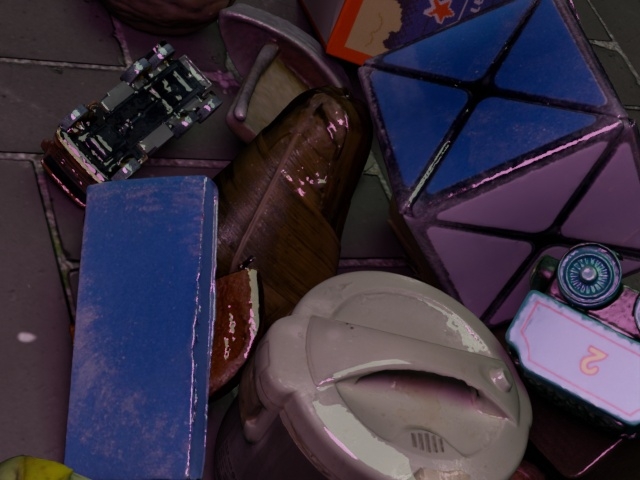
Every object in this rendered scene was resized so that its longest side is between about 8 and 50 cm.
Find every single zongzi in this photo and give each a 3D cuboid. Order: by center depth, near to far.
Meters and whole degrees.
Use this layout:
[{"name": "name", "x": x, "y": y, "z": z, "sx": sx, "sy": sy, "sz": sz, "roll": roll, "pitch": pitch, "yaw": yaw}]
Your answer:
[{"name": "zongzi", "x": 0.000, "y": 0.000, "z": 1.379, "sx": 0.288, "sy": 0.286, "sz": 0.134, "roll": 52, "pitch": 23, "yaw": 14}]

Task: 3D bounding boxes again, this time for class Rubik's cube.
[{"name": "Rubik's cube", "x": 0.217, "y": -0.087, "z": 1.331, "sx": 0.255, "sy": 0.260, "sz": 0.259, "roll": 56, "pitch": 18, "yaw": -48}]

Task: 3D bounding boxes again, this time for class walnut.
[{"name": "walnut", "x": -0.212, "y": -0.387, "z": 1.649, "sx": 0.224, "sy": 0.224, "sz": 0.224, "roll": 16, "pitch": 45, "yaw": -17}]

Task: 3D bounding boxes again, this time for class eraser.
[{"name": "eraser", "x": -0.181, "y": 0.088, "z": 1.208, "sx": 0.144, "sy": 0.042, "sz": 0.311, "roll": -4, "pitch": 73, "yaw": 17}]

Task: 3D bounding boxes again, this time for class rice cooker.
[{"name": "rice cooker", "x": 0.047, "y": 0.192, "z": 1.214, "sx": 0.288, "sy": 0.277, "sz": 0.288, "roll": 15, "pitch": 45, "yaw": -16}]

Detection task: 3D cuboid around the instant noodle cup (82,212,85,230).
[{"name": "instant noodle cup", "x": -0.208, "y": 0.015, "z": 1.351, "sx": 0.127, "sy": 0.127, "sz": 0.135, "roll": -7, "pitch": 48, "yaw": -35}]

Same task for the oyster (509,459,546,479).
[{"name": "oyster", "x": 0.227, "y": 0.316, "z": 1.353, "sx": 0.191, "sy": 0.081, "sz": 0.163, "roll": -30, "pitch": 75, "yaw": -40}]

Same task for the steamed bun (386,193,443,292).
[{"name": "steamed bun", "x": 0.233, "y": -0.017, "z": 1.589, "sx": 0.273, "sy": 0.166, "sz": 0.232, "roll": -25, "pitch": 49, "yaw": -24}]

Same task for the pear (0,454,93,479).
[{"name": "pear", "x": -0.186, "y": 0.336, "z": 0.985, "sx": 0.282, "sy": 0.176, "sz": 0.286, "roll": 31, "pitch": 48, "yaw": -28}]

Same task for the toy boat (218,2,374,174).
[{"name": "toy boat", "x": -0.036, "y": -0.171, "z": 1.596, "sx": 0.276, "sy": 0.111, "sz": 0.293, "roll": 34, "pitch": 35, "yaw": -33}]

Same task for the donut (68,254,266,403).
[{"name": "donut", "x": -0.149, "y": 0.116, "z": 1.260, "sx": 0.217, "sy": 0.085, "sz": 0.141, "roll": -14, "pitch": 71, "yaw": 11}]

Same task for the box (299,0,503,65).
[{"name": "box", "x": 0.153, "y": -0.418, "z": 1.729, "sx": 0.257, "sy": 0.318, "sz": 0.348, "roll": 18, "pitch": 20, "yaw": -17}]

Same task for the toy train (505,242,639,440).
[{"name": "toy train", "x": 0.292, "y": 0.103, "z": 1.211, "sx": 0.203, "sy": 0.112, "sz": 0.163, "roll": 27, "pitch": 82, "yaw": 21}]

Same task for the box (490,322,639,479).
[{"name": "box", "x": 0.289, "y": 0.164, "z": 1.371, "sx": 0.273, "sy": 0.184, "sz": 0.143, "roll": 46, "pitch": -3, "yaw": 42}]

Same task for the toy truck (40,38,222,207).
[{"name": "toy truck", "x": -0.232, "y": -0.141, "z": 1.467, "sx": 0.108, "sy": 0.140, "sz": 0.256, "roll": 47, "pitch": 51, "yaw": -6}]
